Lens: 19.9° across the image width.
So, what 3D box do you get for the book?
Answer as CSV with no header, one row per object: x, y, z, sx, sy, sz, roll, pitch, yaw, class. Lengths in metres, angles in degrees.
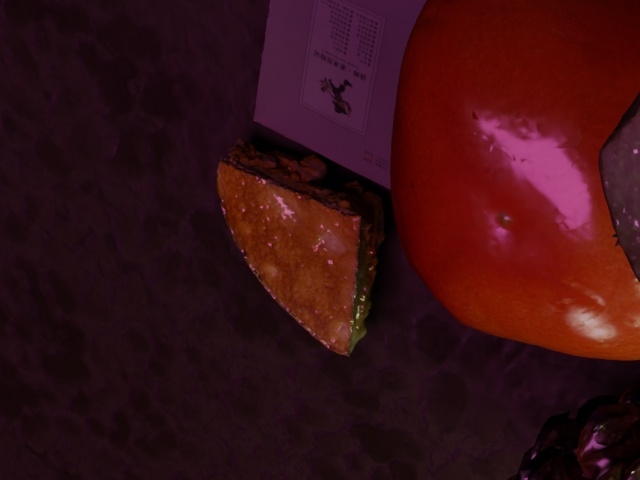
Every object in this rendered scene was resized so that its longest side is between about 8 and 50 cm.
0.016,-0.129,1.227,0.127,0.014,0.182,29,133,22,book

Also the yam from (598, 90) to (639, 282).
0.268,-0.079,0.869,0.201,0.271,0.202,44,143,4,yam

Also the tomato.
0.147,-0.047,1.057,0.260,0.180,0.260,19,128,26,tomato

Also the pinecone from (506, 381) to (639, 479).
0.205,0.196,1.161,0.221,0.221,0.221,21,130,28,pinecone

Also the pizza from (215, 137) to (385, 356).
0.000,0.000,1.306,0.134,0.046,0.175,-12,110,45,pizza
